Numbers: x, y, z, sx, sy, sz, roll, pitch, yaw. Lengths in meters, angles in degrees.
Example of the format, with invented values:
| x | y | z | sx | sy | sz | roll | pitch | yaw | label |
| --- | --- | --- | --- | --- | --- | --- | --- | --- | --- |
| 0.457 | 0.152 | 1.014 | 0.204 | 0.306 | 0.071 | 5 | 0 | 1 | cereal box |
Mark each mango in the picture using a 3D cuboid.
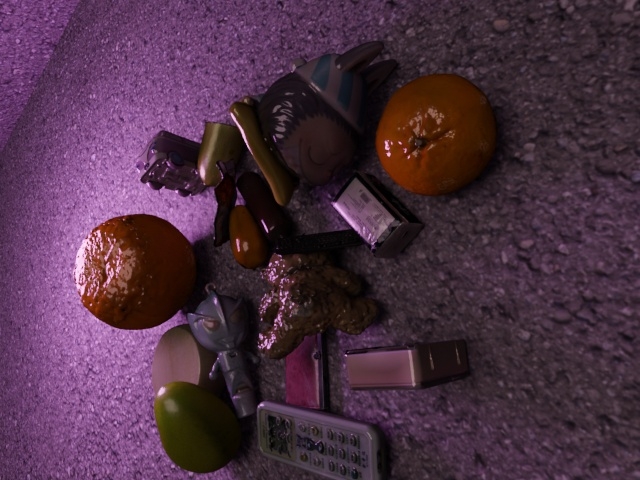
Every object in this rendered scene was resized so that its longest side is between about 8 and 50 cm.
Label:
| x | y | z | sx | sy | sz | roll | pitch | yaw | label |
| --- | --- | --- | --- | --- | --- | --- | --- | --- | --- |
| -0.192 | -0.005 | 1.221 | 0.178 | 0.090 | 0.115 | 61 | 152 | 31 | mango |
| -0.294 | 0.459 | 1.146 | 0.186 | 0.149 | 0.272 | 1 | 125 | 10 | mango |

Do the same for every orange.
| x | y | z | sx | sy | sz | roll | pitch | yaw | label |
| --- | --- | --- | --- | --- | --- | --- | --- | --- | --- |
| -0.518 | 0.092 | 1.362 | 0.341 | 0.293 | 0.340 | -4 | 79 | 22 | orange |
| 0.206 | -0.191 | 0.858 | 0.220 | 0.193 | 0.219 | -3 | 81 | 23 | orange |

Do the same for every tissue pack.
| x | y | z | sx | sy | sz | roll | pitch | yaw | label |
| --- | --- | --- | --- | --- | --- | --- | --- | --- | --- |
| 0.113 | -0.053 | 0.974 | 0.103 | 0.091 | 0.170 | -52 | 53 | 22 | tissue pack |

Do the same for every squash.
| x | y | z | sx | sy | sz | roll | pitch | yaw | label |
| --- | --- | --- | --- | --- | --- | --- | --- | --- | --- |
| -0.289 | -0.239 | 1.329 | 0.123 | 0.123 | 0.186 | 23 | 97 | 41 | squash |

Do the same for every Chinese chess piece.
| x | y | z | sx | sy | sz | roll | pitch | yaw | label |
| --- | --- | --- | --- | --- | --- | --- | --- | --- | --- |
| -0.365 | 0.356 | 1.308 | 0.251 | 0.101 | 0.250 | -8 | 78 | 40 | Chinese chess piece |

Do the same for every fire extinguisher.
| x | y | z | sx | sy | sz | roll | pitch | yaw | label |
| --- | --- | --- | --- | --- | --- | --- | --- | --- | --- |
| -0.124 | -0.072 | 1.196 | 0.267 | 0.089 | 0.072 | 56 | 156 | 34 | fire extinguisher |

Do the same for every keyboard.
| x | y | z | sx | sy | sz | roll | pitch | yaw | label |
| --- | --- | --- | --- | --- | --- | --- | --- | --- | --- |
| 0.000 | -0.002 | 1.012 | 0.074 | 0.197 | 0.015 | -99 | 2 | -55 | keyboard |

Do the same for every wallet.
| x | y | z | sx | sy | sz | roll | pitch | yaw | label |
| --- | --- | --- | --- | --- | --- | --- | --- | --- | --- |
| -0.036 | 0.267 | 1.093 | 0.120 | 0.025 | 0.231 | -13 | 74 | 39 | wallet |

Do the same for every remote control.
| x | y | z | sx | sy | sz | roll | pitch | yaw | label |
| --- | --- | --- | --- | --- | --- | --- | --- | --- | --- |
| -0.007 | 0.428 | 1.011 | 0.336 | 0.066 | 0.127 | -4 | 90 | 40 | remote control |

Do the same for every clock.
| x | y | z | sx | sy | sz | roll | pitch | yaw | label |
| --- | --- | --- | --- | --- | --- | --- | --- | --- | --- |
| 0.156 | 0.216 | 0.826 | 0.147 | 0.192 | 0.071 | -16 | 74 | 38 | clock |

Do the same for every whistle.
| x | y | z | sx | sy | sz | roll | pitch | yaw | label |
| --- | --- | --- | --- | --- | --- | --- | --- | --- | --- |
| -0.233 | 0.270 | 1.199 | 0.134 | 0.142 | 0.345 | -28 | 77 | 45 | whistle |

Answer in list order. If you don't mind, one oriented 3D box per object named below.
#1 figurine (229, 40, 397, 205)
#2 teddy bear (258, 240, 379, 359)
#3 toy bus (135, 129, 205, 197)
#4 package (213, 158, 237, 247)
| x | y | z | sx | sy | sz | roll | pitch | yaw | label |
| --- | --- | --- | --- | --- | --- | --- | --- | --- | --- |
| 0.006 | -0.292 | 1.078 | 0.378 | 0.266 | 0.361 | -27 | 33 | 1 | figurine |
| -0.033 | 0.101 | 1.019 | 0.267 | 0.156 | 0.256 | -20 | 36 | 2 | teddy bear |
| -0.431 | -0.227 | 1.395 | 0.142 | 0.203 | 0.142 | -34 | 60 | 32 | toy bus |
| -0.249 | -0.103 | 1.248 | 0.040 | 0.166 | 0.231 | 4 | 97 | 4 | package |
